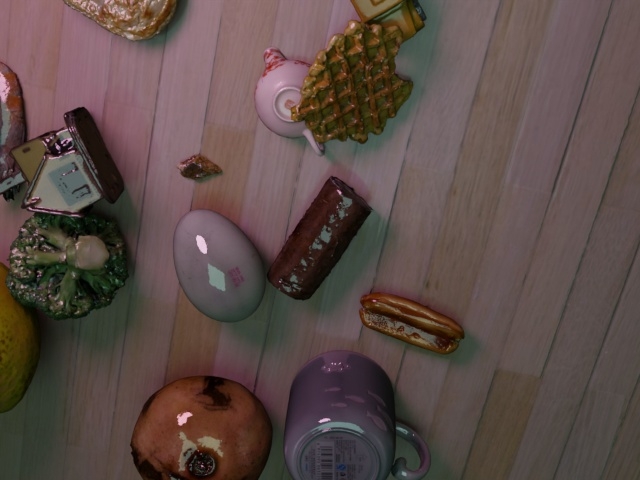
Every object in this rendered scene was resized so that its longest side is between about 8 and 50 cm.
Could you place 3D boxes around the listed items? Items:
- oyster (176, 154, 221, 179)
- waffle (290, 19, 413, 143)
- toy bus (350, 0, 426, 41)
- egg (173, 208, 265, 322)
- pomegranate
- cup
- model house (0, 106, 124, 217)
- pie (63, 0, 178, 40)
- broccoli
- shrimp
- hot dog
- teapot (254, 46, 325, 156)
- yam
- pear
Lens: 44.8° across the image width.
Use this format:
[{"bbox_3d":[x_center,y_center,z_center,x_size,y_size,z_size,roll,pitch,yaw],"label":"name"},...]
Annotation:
[{"bbox_3d":[-0.268,-0.160,1.700,0.093,0.034,0.051,-14,115,3],"label":"oyster"},{"bbox_3d":[0.077,-0.308,1.549,0.291,0.051,0.291,-20,138,-19],"label":"waffle"},{"bbox_3d":[0.084,-0.534,1.503,0.121,0.123,0.335,-27,106,14],"label":"toy bus"},{"bbox_3d":[-0.224,0.054,1.691,0.183,0.183,0.264,-26,98,11],"label":"egg"},{"bbox_3d":[-0.271,0.460,1.787,0.322,0.322,0.322,1,109,3],"label":"pomegranate"},{"bbox_3d":[0.089,0.449,1.760,0.357,0.274,0.259,25,109,-4],"label":"cup"},{"bbox_3d":[-0.576,-0.126,1.603,0.279,0.218,0.205,-25,105,-2],"label":"model house"},{"bbox_3d":[-0.398,-0.521,1.554,0.248,0.090,0.201,31,97,-8],"label":"pie"},{"bbox_3d":[-0.532,0.040,1.662,0.270,0.270,0.270,54,146,-14],"label":"broccoli"},{"bbox_3d":[-0.722,-0.238,1.684,0.164,0.062,0.316,1,105,8],"label":"shrimp"},{"bbox_3d":[0.207,0.183,1.772,0.250,0.068,0.100,21,119,-2],"label":"hot dog"},{"bbox_3d":[-0.052,-0.281,1.616,0.159,0.116,0.245,-23,112,-1],"label":"teapot"},{"bbox_3d":[0.000,0.001,1.693,0.131,0.131,0.279,31,109,-7],"label":"yam"},{"bbox_3d":[-0.793,0.226,1.687,0.391,0.391,0.391,1,109,3],"label":"pear"}]
